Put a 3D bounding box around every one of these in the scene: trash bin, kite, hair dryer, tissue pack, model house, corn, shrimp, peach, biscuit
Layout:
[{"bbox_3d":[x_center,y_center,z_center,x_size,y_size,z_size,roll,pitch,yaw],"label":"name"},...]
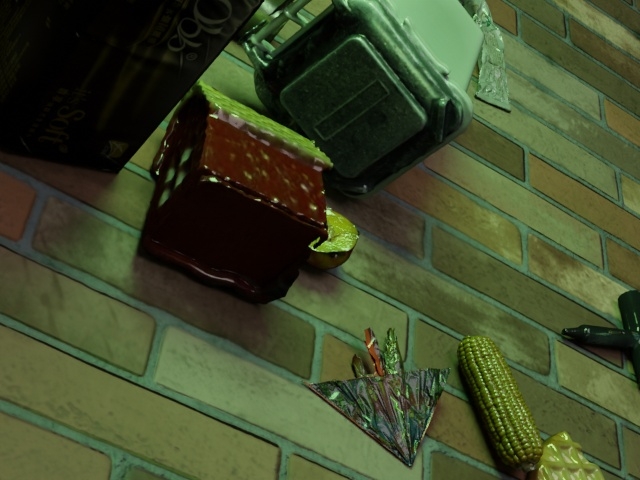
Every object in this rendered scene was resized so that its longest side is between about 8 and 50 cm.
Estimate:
[{"bbox_3d":[0.083,-0.276,1.792,0.296,0.256,0.367,49,33,-9],"label":"trash bin"},{"bbox_3d":[0.084,0.201,1.564,0.232,0.009,0.189,-5,70,-34],"label":"kite"},{"bbox_3d":[0.459,0.138,1.946,0.195,0.050,0.173,20,44,-24],"label":"hair dryer"},{"bbox_3d":[-0.238,-0.272,1.406,0.198,0.370,0.210,14,50,-35],"label":"tissue pack"},{"bbox_3d":[-0.099,-0.082,1.539,0.196,0.160,0.254,25,43,-23],"label":"model house"},{"bbox_3d":[0.245,0.223,1.664,0.068,0.068,0.207,1,55,-41],"label":"corn"},{"bbox_3d":[0.077,0.157,1.604,0.083,0.023,0.114,21,52,-25],"label":"shrimp"},{"bbox_3d":[0.000,0.001,1.635,0.098,0.061,0.098,11,38,-9],"label":"peach"},{"bbox_3d":[0.382,0.417,1.647,0.309,0.040,0.204,53,40,8],"label":"biscuit"}]

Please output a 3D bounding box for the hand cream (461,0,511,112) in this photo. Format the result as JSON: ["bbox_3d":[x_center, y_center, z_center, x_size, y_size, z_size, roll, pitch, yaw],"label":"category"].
[{"bbox_3d":[0.298,-0.351,2.203,0.084,0.050,0.257,17,51,-35],"label":"hand cream"}]

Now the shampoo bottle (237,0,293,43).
[{"bbox_3d":[-0.193,-0.420,1.791,0.350,0.084,0.125,38,45,-12],"label":"shampoo bottle"}]
